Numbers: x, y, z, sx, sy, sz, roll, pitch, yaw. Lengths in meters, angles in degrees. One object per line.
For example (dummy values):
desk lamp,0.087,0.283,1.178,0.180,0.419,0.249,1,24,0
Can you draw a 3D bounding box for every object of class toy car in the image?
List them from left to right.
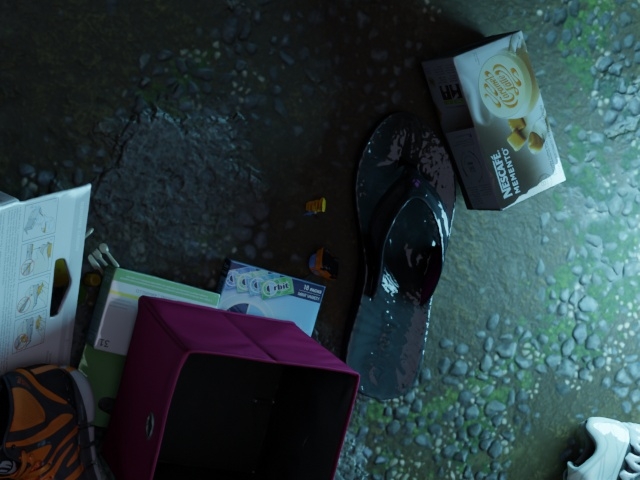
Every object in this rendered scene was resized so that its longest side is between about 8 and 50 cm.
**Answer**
toy car,0.000,0.000,1.997,0.040,0.060,0.122,-8,78,26

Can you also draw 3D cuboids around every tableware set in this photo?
tableware set,-0.368,0.015,1.866,0.104,0.024,0.154,-46,117,-24

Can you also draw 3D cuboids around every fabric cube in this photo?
fabric cube,-0.134,0.244,1.798,0.259,0.258,0.254,11,100,-24

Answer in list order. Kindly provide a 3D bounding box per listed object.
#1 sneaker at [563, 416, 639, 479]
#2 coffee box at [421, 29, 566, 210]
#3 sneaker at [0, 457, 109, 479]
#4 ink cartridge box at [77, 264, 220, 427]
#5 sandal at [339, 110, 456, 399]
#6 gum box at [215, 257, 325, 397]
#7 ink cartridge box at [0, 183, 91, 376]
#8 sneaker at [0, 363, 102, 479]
sneaker,0.445,0.431,2.142,0.118,0.110,0.292,19,81,-11
coffee box,0.268,-0.183,2.010,0.141,0.098,0.246,-23,102,-25
sneaker,-0.429,0.300,1.845,0.293,0.102,0.146,46,81,-7
ink cartridge box,-0.261,0.168,1.900,0.171,0.056,0.235,16,88,-26
sandal,0.132,0.026,1.992,0.167,0.107,0.446,4,92,-20
gum box,-0.093,0.136,1.966,0.157,0.041,0.184,17,90,-19
ink cartridge box,-0.426,0.074,1.695,0.261,0.066,0.296,-23,130,-54
sneaker,-0.374,0.322,1.695,0.180,0.124,0.321,5,67,-57
